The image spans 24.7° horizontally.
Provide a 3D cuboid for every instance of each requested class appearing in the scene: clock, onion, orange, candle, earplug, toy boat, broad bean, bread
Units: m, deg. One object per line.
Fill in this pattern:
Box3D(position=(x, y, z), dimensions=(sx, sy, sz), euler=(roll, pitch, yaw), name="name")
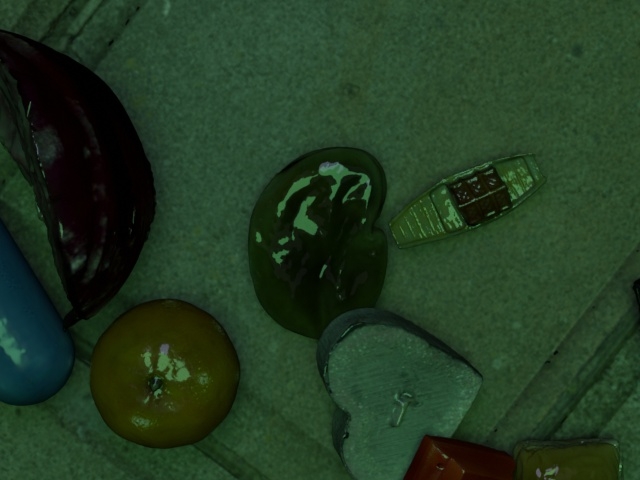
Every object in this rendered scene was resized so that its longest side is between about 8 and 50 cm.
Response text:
Box3D(position=(0.131, 0.288, 1.520), dimensions=(0.113, 0.061, 0.155), euler=(15, 108, -32), name="clock")
Box3D(position=(-0.234, -0.076, 1.428), dimensions=(0.146, 0.280, 0.314), euler=(-18, 94, -15), name="onion")
Box3D(position=(-0.161, 0.138, 1.503), dimensions=(0.156, 0.124, 0.156), euler=(0, 90, -3), name="orange")
Box3D(position=(0.084, 0.157, 1.521), dimensions=(0.168, 0.068, 0.192), euler=(-13, 108, -11), name="candle")
Box3D(position=(-0.352, 0.048, 1.496), dimensions=(0.132, 0.132, 0.273), euler=(-33, 97, 1), name="earplug")
Box3D(position=(0.152, -0.041, 1.528), dimensions=(0.172, 0.066, 0.065), euler=(-24, 96, 0), name="toy boat")
Box3D(position=(0.000, 0.000, 1.523), dimensions=(0.153, 0.072, 0.207), euler=(17, 93, -1), name="broad bean")
Box3D(position=(0.260, 0.263, 1.540), dimensions=(0.125, 0.082, 0.106), euler=(-1, 101, 1), name="bread")

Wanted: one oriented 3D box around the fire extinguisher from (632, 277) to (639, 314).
Box3D(position=(0.406, 0.187, 1.525), dimensions=(0.095, 0.114, 0.311), euler=(-13, 95, -5), name="fire extinguisher")
